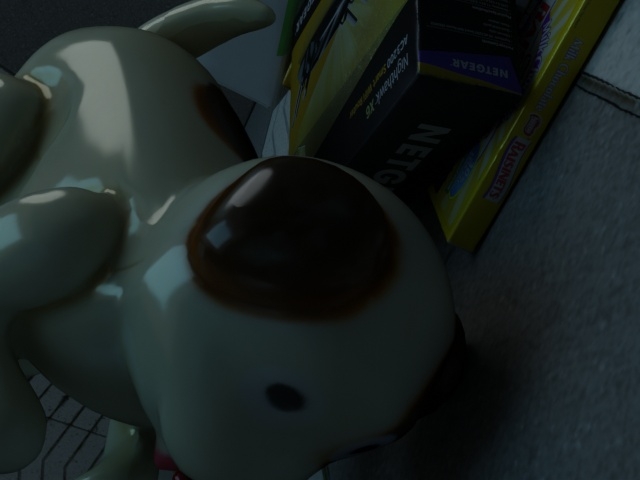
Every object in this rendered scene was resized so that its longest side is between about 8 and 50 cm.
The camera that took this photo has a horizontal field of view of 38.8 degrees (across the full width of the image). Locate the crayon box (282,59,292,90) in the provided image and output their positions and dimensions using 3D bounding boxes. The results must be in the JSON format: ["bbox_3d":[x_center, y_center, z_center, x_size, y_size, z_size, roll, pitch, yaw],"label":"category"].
[{"bbox_3d":[0.054,-0.265,1.065,0.318,0.081,0.202,-65,-6,14],"label":"crayon box"}]

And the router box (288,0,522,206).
[{"bbox_3d":[0.052,-0.157,0.760,0.309,0.081,0.242,131,143,-62],"label":"router box"}]

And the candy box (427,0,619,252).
[{"bbox_3d":[0.140,-0.101,0.657,0.105,0.027,0.205,-99,32,-63],"label":"candy box"}]

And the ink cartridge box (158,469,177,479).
[{"bbox_3d":[-0.097,0.150,0.917,0.171,0.168,0.232,-82,18,-46],"label":"ink cartridge box"}]

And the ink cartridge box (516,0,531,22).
[{"bbox_3d":[0.127,-0.220,0.851,0.311,0.065,0.185,138,152,-68],"label":"ink cartridge box"}]

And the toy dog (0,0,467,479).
[{"bbox_3d":[-0.091,0.019,0.641,0.395,0.284,0.408,-44,47,-19],"label":"toy dog"}]

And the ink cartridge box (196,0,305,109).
[{"bbox_3d":[-0.028,-0.323,1.073,0.272,0.115,0.198,-59,-7,-34],"label":"ink cartridge box"}]

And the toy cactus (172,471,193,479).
[{"bbox_3d":[-0.113,0.334,0.814,0.180,0.112,0.218,17,96,59],"label":"toy cactus"}]
